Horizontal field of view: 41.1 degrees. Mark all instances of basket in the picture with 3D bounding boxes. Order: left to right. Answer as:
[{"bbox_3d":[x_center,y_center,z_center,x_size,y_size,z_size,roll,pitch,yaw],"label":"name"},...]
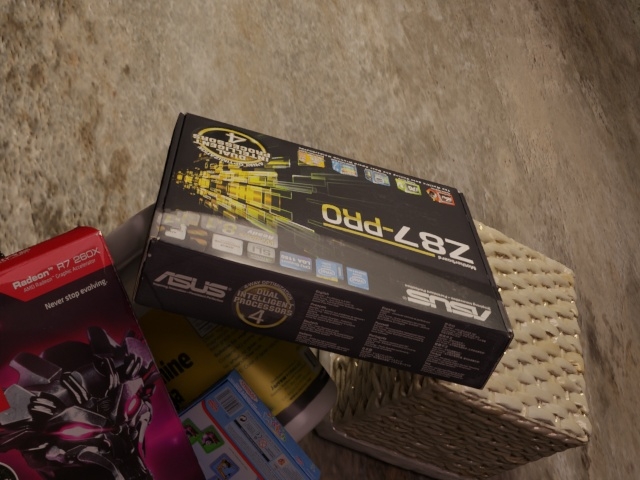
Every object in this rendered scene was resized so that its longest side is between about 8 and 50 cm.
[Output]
[{"bbox_3d":[0.197,0.160,1.304,0.331,0.266,0.328,24,52,-27],"label":"basket"}]

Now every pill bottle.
[{"bbox_3d":[-0.146,0.118,1.079,0.334,0.188,0.188,53,43,-2],"label":"pill bottle"}]

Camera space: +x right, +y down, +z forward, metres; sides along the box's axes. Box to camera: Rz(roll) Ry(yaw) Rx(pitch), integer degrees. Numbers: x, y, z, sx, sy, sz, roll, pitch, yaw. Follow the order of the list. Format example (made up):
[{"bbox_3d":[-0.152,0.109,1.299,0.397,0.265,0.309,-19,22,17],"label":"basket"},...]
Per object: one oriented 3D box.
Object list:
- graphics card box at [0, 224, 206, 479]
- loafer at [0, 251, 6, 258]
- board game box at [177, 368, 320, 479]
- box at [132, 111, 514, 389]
[{"bbox_3d":[-0.266,0.197,0.860,0.233,0.094,0.371,-25,102,-25],"label":"graphics card box"},{"bbox_3d":[-0.415,0.026,0.971,0.220,0.078,0.080,60,0,-21],"label":"loafer"},{"bbox_3d":[-0.131,0.272,0.986,0.160,0.211,0.039,51,13,-5],"label":"board game box"},{"bbox_3d":[0.000,0.000,0.999,0.395,0.097,0.318,16,32,-11],"label":"box"}]
